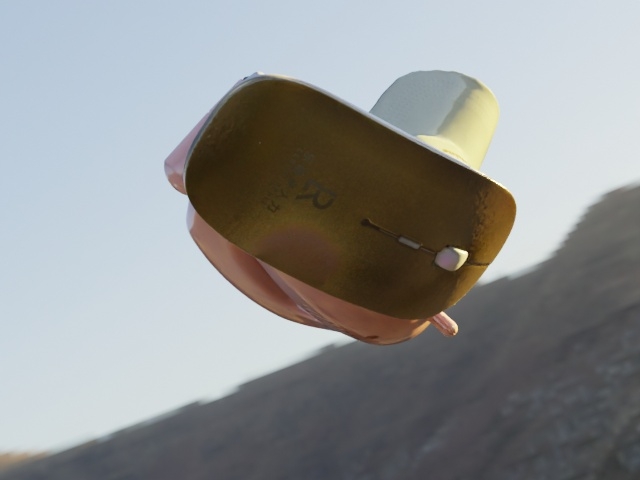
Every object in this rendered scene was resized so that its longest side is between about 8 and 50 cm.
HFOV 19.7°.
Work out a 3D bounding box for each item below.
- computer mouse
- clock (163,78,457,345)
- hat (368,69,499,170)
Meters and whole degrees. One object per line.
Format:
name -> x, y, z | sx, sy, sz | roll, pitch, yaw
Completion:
computer mouse -> 0.025, -0.025, 1.245 | 0.245, 0.056, 0.126 | 27, -70, -29
clock -> 0.000, 0.000, 1.476 | 0.142, 0.227, 0.241 | -49, 26, -5
hat -> 0.169, -0.079, 2.437 | 0.168, 0.258, 0.301 | 4, 60, 50
